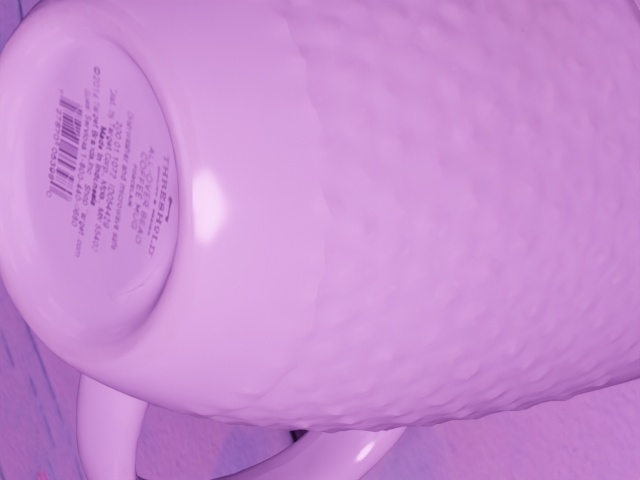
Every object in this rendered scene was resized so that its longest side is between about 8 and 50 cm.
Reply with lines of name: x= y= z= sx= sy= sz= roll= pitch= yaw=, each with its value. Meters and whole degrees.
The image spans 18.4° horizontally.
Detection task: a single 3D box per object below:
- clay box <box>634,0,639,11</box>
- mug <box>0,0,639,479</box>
clay box: x=0.178 y=-0.162 z=0.829 sx=0.127 sy=0.053 sz=0.222 roll=63 pitch=164 yaw=12
mug: x=0.000 y=0.000 z=0.996 sx=0.276 sy=0.328 sz=0.374 roll=43 pitch=125 yaw=36
